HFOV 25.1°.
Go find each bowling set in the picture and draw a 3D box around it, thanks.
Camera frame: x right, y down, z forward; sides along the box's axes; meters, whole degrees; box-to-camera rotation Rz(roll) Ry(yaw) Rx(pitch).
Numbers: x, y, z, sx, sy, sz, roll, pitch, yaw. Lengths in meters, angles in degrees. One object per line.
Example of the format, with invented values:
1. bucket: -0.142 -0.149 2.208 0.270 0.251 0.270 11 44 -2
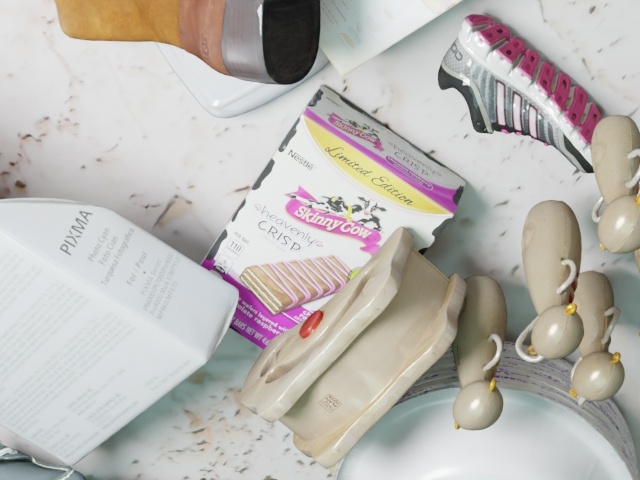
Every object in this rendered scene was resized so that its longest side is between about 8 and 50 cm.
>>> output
1. bowling set: 0.246 0.054 1.170 0.199 0.154 0.287 19 135 -14

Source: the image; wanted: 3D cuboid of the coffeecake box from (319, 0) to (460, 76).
1. coffeecake box: 0.055 -0.242 1.141 0.185 0.068 0.142 -30 104 28

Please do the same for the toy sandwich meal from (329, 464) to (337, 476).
1. toy sandwich meal: 0.046 0.210 1.417 0.085 0.029 0.086 7 120 13

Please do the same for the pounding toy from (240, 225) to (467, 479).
1. pounding toy: 0.034 0.134 1.242 0.155 0.154 0.269 40 102 -12

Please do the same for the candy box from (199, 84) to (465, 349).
1. candy box: 0.000 0.000 1.290 0.159 0.071 0.233 33 122 -3

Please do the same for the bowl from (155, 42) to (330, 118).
1. bowl: -0.075 -0.176 1.228 0.142 0.053 0.142 -26 110 28

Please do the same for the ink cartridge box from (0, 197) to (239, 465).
1. ink cartridge box: -0.311 0.036 1.313 0.385 0.091 0.308 35 141 -14

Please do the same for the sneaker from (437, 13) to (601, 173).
1. sneaker: 0.165 -0.109 1.188 0.170 0.063 0.075 40 126 -6

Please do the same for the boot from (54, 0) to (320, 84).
1. boot: -0.107 -0.270 1.137 0.280 0.096 0.264 21 120 42

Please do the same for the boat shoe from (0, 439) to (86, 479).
1. boat shoe: -0.356 0.259 1.490 0.319 0.116 0.099 -15 101 45

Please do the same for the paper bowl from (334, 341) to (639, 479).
1. paper bowl: 0.150 0.245 1.319 0.284 0.148 0.284 4 117 8
